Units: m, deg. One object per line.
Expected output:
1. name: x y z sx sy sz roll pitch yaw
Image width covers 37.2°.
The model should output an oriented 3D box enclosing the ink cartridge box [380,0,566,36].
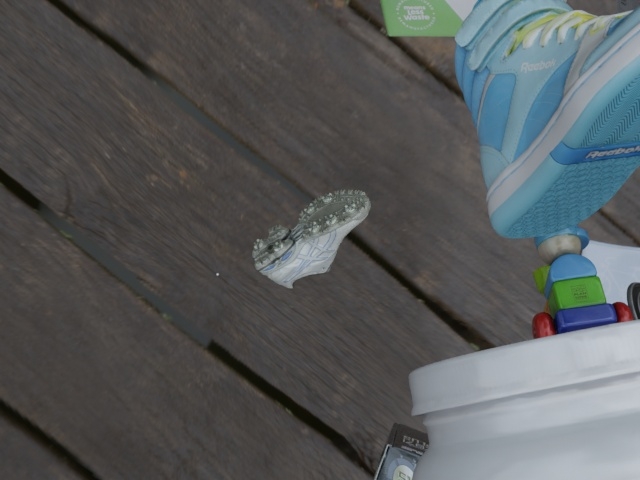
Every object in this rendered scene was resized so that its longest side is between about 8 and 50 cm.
1. ink cartridge box: 0.147 -0.386 0.986 0.207 0.353 0.119 4 51 21

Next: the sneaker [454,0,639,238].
1. sneaker: 0.199 -0.157 0.748 0.127 0.319 0.208 -3 64 -24

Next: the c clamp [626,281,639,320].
1. c clamp: 0.397 0.122 1.095 0.137 0.022 0.161 -7 76 -49

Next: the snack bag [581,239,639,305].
1. snack bag: 0.585 0.175 1.641 0.323 0.037 0.343 6 94 21

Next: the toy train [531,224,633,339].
1. toy train: 0.286 0.094 1.132 0.105 0.248 0.143 -8 60 2

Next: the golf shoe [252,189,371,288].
1. golf shoe: 0.000 0.000 1.227 0.176 0.069 0.086 -29 127 20

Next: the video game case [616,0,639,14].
1. video game case: 0.391 -0.377 1.061 0.036 0.300 0.329 -10 116 1

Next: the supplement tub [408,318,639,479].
1. supplement tub: 0.154 0.188 0.494 0.191 0.191 0.272 -9 78 -6

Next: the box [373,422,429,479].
1. box: 0.145 0.266 0.995 0.180 0.147 0.078 20 91 8
